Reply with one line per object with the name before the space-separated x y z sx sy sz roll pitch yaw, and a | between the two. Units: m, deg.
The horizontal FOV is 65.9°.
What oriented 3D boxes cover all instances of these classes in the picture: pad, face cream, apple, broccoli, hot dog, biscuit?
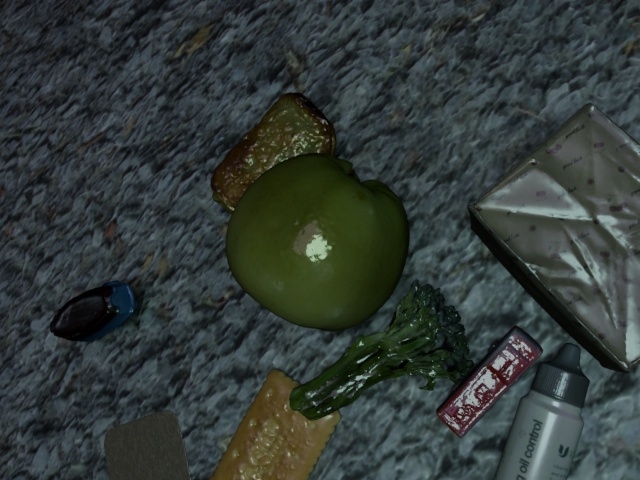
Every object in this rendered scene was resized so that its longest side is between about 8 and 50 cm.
pad | -0.320 0.472 0.934 0.176 0.002 0.266 -22 73 12
face cream | 0.323 0.299 0.722 0.092 0.092 0.311 20 84 20
apple | 0.000 0.000 0.800 0.292 0.292 0.254 36 110 21
broccoli | 0.088 0.195 0.781 0.304 0.145 0.164 -31 75 7
hot dog | -0.088 -0.150 0.942 0.259 0.114 0.175 -44 74 9
biscuit | -0.084 0.370 0.866 0.160 0.030 0.249 29 88 21

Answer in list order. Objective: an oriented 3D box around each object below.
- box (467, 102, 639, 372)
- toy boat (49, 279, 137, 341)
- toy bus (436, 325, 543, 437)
box | 0.395 0.000 0.714 0.225 0.190 0.297 -41 69 7
toy boat | -0.451 0.147 1.001 0.223 0.097 0.100 -25 74 28
toy bus | 0.262 0.218 0.766 0.065 0.077 0.192 42 94 18
